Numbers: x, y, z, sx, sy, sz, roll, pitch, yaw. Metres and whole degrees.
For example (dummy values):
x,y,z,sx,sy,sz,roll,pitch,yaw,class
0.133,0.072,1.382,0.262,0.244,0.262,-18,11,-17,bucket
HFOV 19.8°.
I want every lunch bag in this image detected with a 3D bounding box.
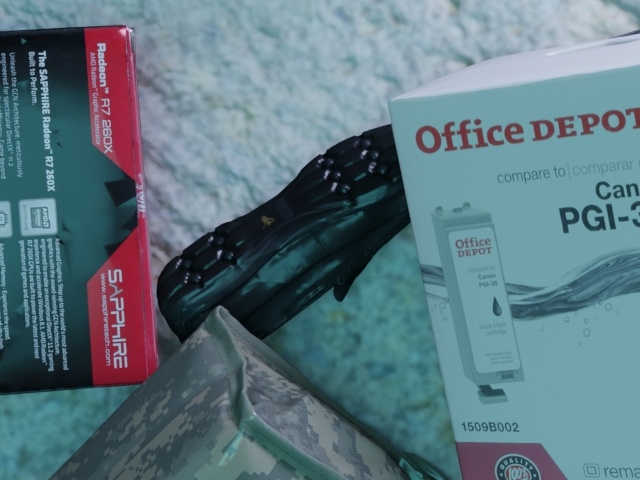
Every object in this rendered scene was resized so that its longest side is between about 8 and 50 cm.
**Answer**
x,y,z,sx,sy,sz,roll,pitch,yaw,class
-0.031,0.224,1.150,0.287,0.169,0.235,40,100,-24,lunch bag

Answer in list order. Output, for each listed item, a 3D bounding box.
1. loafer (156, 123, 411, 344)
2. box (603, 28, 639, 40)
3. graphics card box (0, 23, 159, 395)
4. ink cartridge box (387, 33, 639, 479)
x,y,z,sx,sy,sz,roll,pitch,yaw,class
0.000,0.000,1.184,0.223,0.076,0.078,-33,127,2,loafer
0.302,-0.068,1.139,0.232,0.059,0.183,-16,95,8,box
-0.295,-0.011,1.154,0.370,0.094,0.233,-5,95,-11,graphics card box
0.172,0.028,1.085,0.207,0.117,0.283,-5,101,41,ink cartridge box
